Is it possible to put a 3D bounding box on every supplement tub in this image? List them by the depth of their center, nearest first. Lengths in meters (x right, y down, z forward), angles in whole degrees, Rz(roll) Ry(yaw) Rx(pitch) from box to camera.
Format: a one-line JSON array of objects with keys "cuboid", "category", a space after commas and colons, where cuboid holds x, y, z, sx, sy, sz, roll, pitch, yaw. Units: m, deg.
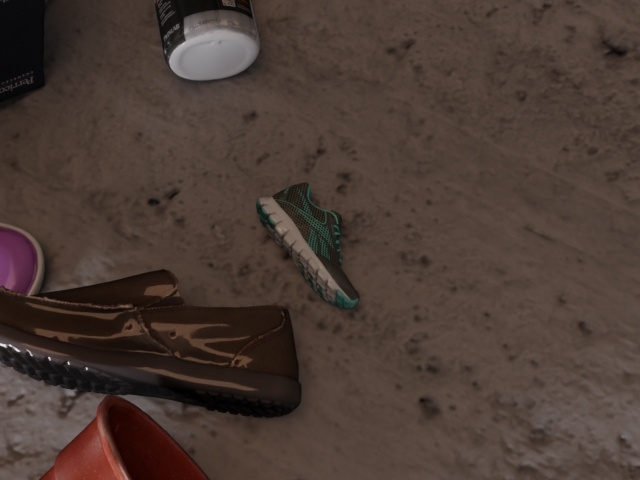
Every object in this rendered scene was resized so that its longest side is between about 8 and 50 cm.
[{"cuboid": [-0.144, -0.300, 1.130, 0.117, 0.117, 0.190, -11, 72, -3], "category": "supplement tub"}]

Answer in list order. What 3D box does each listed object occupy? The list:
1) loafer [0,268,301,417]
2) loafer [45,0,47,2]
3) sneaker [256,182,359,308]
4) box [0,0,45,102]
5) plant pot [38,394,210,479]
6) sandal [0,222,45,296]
[{"cuboid": [-0.195, 0.096, 1.000, 0.366, 0.134, 0.130, 12, 67, -5], "category": "loafer"}, {"cuboid": [-0.347, -0.329, 1.189, 0.045, 0.039, 0.125, 20, 66, 42], "category": "loafer"}, {"cuboid": [0.000, 0.000, 1.056, 0.076, 0.065, 0.166, -34, 76, -14], "category": "sneaker"}, {"cuboid": [-0.478, -0.261, 0.970, 0.343, 0.312, 0.179, -28, 71, -30], "category": "box"}, {"cuboid": [-0.216, 0.330, 0.854, 0.265, 0.272, 0.272, -38, 75, -3], "category": "plant pot"}, {"cuboid": [-0.517, 0.055, 1.021, 0.416, 0.102, 0.169, -6, 71, -1], "category": "sandal"}]
